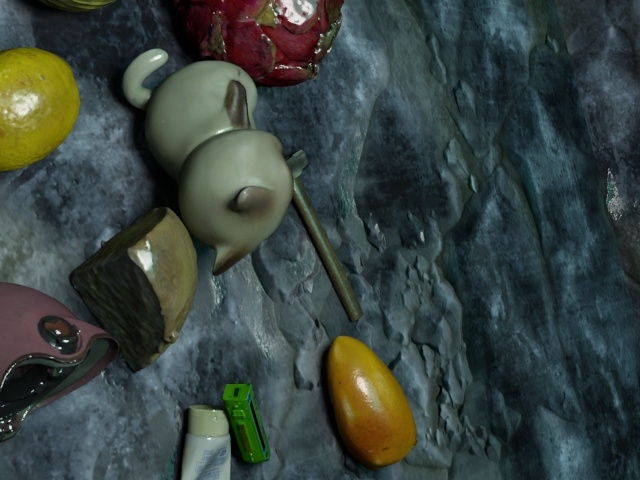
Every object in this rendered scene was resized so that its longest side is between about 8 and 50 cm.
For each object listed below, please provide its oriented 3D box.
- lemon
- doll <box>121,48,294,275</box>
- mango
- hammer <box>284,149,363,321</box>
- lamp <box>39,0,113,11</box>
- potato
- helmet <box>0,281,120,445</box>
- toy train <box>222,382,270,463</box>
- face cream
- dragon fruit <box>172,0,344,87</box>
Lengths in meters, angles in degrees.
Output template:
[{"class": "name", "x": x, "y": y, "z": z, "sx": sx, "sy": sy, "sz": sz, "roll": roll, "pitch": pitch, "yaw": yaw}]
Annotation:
[{"class": "lemon", "x": -0.452, "y": -0.195, "z": 1.397, "sx": 0.207, "sy": 0.170, "sz": 0.170, "roll": -42, "pitch": 109, "yaw": -39}, {"class": "doll", "x": -0.169, "y": -0.145, "z": 1.585, "sx": 0.226, "sy": 0.215, "sz": 0.370, "roll": -8, "pitch": 52, "yaw": -39}, {"class": "mango", "x": 0.089, "y": 0.304, "z": 1.832, "sx": 0.257, "sy": 0.138, "sz": 0.187, "roll": 60, "pitch": 32, "yaw": -23}, {"class": "hammer", "x": 0.000, "y": 0.000, "z": 1.906, "sx": 0.111, "sy": 0.044, "sz": 0.365, "roll": -39, "pitch": 108, "yaw": -46}, {"class": "lamp", "x": -0.378, "y": -0.490, "z": 1.481, "sx": 0.250, "sy": 0.284, "sz": 0.250, "roll": 10, "pitch": 76, "yaw": -45}, {"class": "potato", "x": -0.236, "y": 0.062, "z": 1.482, "sx": 0.189, "sy": 0.264, "sz": 0.211, "roll": -41, "pitch": 102, "yaw": -36}, {"class": "helmet", "x": -0.449, "y": 0.160, "z": 1.237, "sx": 0.197, "sy": 0.271, "sz": 0.338, "roll": 49, "pitch": 40, "yaw": 6}, {"class": "toy train", "x": -0.122, "y": 0.325, "z": 1.602, "sx": 0.042, "sy": 0.044, "sz": 0.209, "roll": -78, "pitch": 163, "yaw": -48}, {"class": "face cream", "x": -0.193, "y": 0.390, "z": 1.575, "sx": 0.114, "sy": 0.070, "sz": 0.223, "roll": 5, "pitch": 86, "yaw": -45}, {"class": "dragon fruit", "x": -0.113, "y": -0.437, "z": 1.731, "sx": 0.329, "sy": 0.329, "sz": 0.329, "roll": 17, "pitch": 66, "yaw": -43}]
